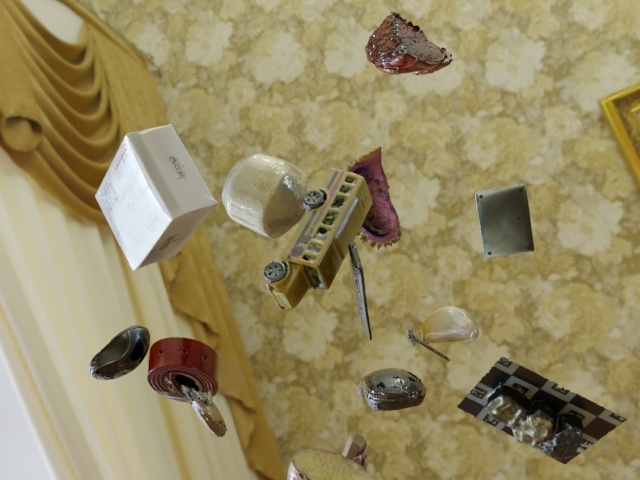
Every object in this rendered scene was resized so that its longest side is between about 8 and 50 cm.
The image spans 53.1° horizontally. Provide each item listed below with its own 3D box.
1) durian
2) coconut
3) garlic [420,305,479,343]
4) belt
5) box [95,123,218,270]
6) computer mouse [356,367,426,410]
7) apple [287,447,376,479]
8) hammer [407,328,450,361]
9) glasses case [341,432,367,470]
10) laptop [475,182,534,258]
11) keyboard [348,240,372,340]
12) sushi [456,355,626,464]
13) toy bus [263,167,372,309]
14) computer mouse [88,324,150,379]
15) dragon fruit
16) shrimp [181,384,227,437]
[{"bbox_3d":[0.117,-0.097,1.713,0.153,0.261,0.186,-19,4,-3],"label":"durian"},{"bbox_3d":[-0.147,-0.130,1.905,0.245,0.247,0.245,-55,-18,-28],"label":"coconut"},{"bbox_3d":[0.485,0.323,2.342,0.164,0.145,0.245,-39,17,-36],"label":"garlic"},{"bbox_3d":[-0.451,0.445,2.160,0.227,0.115,0.324,-8,-37,9],"label":"belt"},{"bbox_3d":[-0.361,-0.087,1.378,0.116,0.203,0.274,-23,-11,-39],"label":"box"},{"bbox_3d":[0.207,0.435,1.891,0.182,0.116,0.323,-1,-11,-5],"label":"computer mouse"},{"bbox_3d":[0.018,0.605,1.370,0.163,0.251,0.293,-61,14,12],"label":"apple"},{"bbox_3d":[0.379,0.374,2.229,0.017,0.182,0.062,-52,13,25],"label":"hammer"},{"bbox_3d":[0.073,0.580,1.562,0.070,0.194,0.102,21,-2,2],"label":"glasses case"},{"bbox_3d":[0.695,-0.070,2.416,0.187,0.269,0.015,-9,13,13],"label":"laptop"},{"bbox_3d":[0.088,0.115,1.417,0.016,0.106,0.262,-12,-43,-1],"label":"keyboard"},{"bbox_3d":[0.599,0.521,1.796,0.100,0.373,0.296,-59,-5,-46],"label":"sushi"},{"bbox_3d":[0.000,0.000,1.425,0.123,0.336,0.121,13,-31,26],"label":"toy bus"},{"bbox_3d":[-0.658,0.386,2.138,0.233,0.096,0.137,-44,-32,-7],"label":"computer mouse"},{"bbox_3d":[0.364,-0.707,2.582,0.329,0.286,0.228,16,-45,-33],"label":"dragon fruit"},{"bbox_3d":[-0.321,0.435,1.741,0.066,0.117,0.262,-32,37,-21],"label":"shrimp"}]
